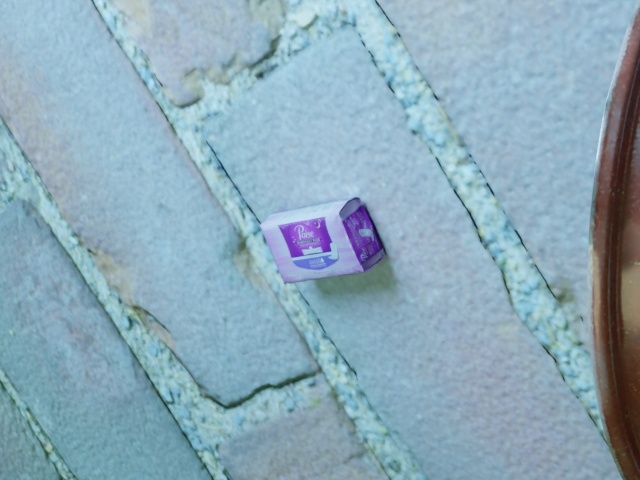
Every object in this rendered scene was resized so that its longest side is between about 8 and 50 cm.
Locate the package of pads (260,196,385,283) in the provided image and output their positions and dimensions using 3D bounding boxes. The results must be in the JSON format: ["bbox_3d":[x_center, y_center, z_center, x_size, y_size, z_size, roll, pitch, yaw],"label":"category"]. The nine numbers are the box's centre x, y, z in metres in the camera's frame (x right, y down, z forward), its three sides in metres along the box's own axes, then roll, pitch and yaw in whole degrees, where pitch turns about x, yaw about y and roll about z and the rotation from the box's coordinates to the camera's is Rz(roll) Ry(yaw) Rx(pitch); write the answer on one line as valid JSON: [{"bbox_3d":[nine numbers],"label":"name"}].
[{"bbox_3d":[0.000,0.000,1.093,0.083,0.032,0.050,-10,110,44],"label":"package of pads"}]

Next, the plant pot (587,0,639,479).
[{"bbox_3d":[0.290,0.003,0.691,0.265,0.272,0.272,6,119,30],"label":"plant pot"}]
